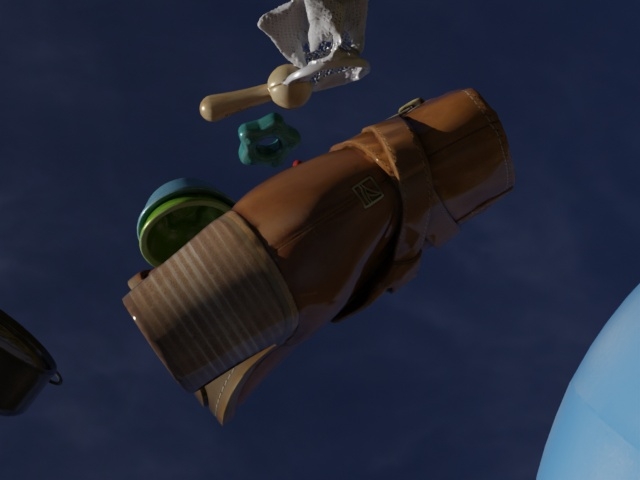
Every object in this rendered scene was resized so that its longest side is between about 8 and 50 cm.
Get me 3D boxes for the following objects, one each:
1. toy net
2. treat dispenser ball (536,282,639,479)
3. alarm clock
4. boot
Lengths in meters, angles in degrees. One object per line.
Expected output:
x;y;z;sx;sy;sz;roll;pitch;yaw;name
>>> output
-0.022;-0.064;1.131;0.122;0.045;0.232;17;-53;-31;toy net
0.211;0.111;0.571;0.288;0.288;0.288;-6;-78;-31;treat dispenser ball
-0.271;0.093;1.446;0.064;0.129;0.192;-54;-31;6;alarm clock
0.000;0.000;1.023;0.220;0.283;0.109;-33;-99;-4;boot
